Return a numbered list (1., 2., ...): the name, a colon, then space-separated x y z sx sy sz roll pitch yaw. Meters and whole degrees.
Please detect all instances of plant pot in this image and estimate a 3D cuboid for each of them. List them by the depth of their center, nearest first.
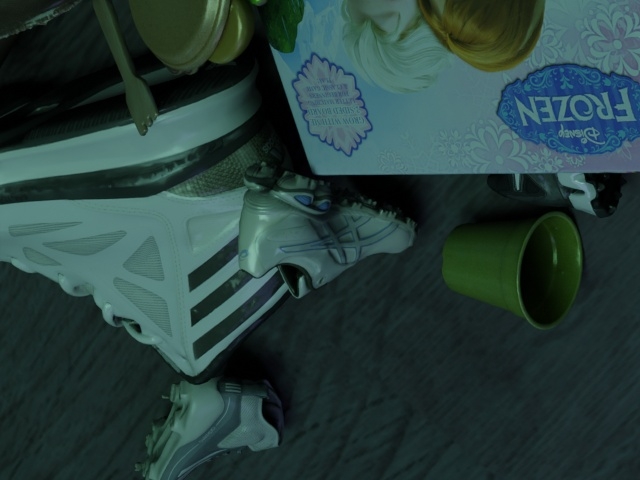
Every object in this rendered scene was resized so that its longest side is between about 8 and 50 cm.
1. plant pot: 0.131 0.017 1.210 0.079 0.083 0.083 7 127 39

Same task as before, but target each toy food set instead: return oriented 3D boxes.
1. toy food set: -0.083 -0.168 1.105 0.192 0.039 0.132 -46 59 48

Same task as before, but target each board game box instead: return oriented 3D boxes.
1. board game box: 0.070 -0.193 1.001 0.319 0.066 0.318 1 116 49

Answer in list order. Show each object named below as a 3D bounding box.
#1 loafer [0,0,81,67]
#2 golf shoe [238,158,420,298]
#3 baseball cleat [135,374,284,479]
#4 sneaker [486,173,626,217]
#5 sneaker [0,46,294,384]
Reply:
1. loafer: -0.274 -0.178 1.274 0.366 0.133 0.130 -6 143 44
2. golf shoe: 0.000 0.000 1.207 0.069 0.176 0.086 19 93 41
3. baseball cleat: -0.092 0.172 1.449 0.109 0.072 0.206 9 153 -13
4. sneaker: 0.125 -0.115 1.108 0.106 0.078 0.234 -1 125 27
5. sneaker: -0.203 0.016 1.328 0.448 0.169 0.257 -9 116 31
